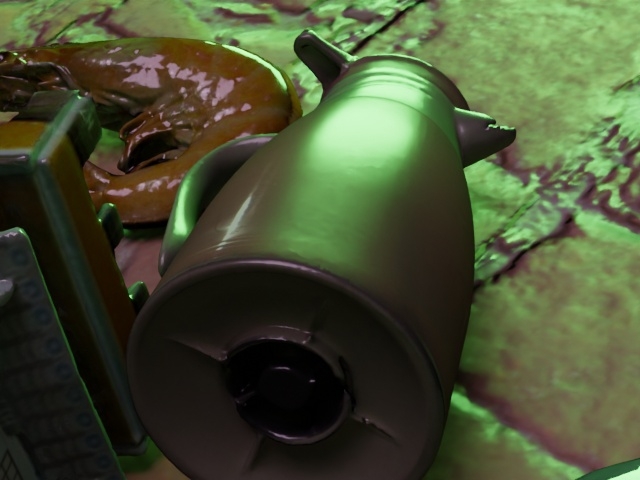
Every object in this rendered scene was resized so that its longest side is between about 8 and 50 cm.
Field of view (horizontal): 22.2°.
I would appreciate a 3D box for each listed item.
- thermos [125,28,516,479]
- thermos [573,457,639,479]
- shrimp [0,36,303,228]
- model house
[{"bbox_3d":[0.000,0.000,0.824,0.176,0.146,0.265,-1,32,15],"label":"thermos"},{"bbox_3d":[0.054,0.185,0.568,0.286,0.145,0.182,-21,32,-1],"label":"thermos"},{"bbox_3d":[-0.129,-0.076,1.031,0.248,0.068,0.150,13,53,28],"label":"shrimp"},{"bbox_3d":[-0.197,0.066,0.761,0.198,0.224,0.215,1,38,20],"label":"model house"}]
